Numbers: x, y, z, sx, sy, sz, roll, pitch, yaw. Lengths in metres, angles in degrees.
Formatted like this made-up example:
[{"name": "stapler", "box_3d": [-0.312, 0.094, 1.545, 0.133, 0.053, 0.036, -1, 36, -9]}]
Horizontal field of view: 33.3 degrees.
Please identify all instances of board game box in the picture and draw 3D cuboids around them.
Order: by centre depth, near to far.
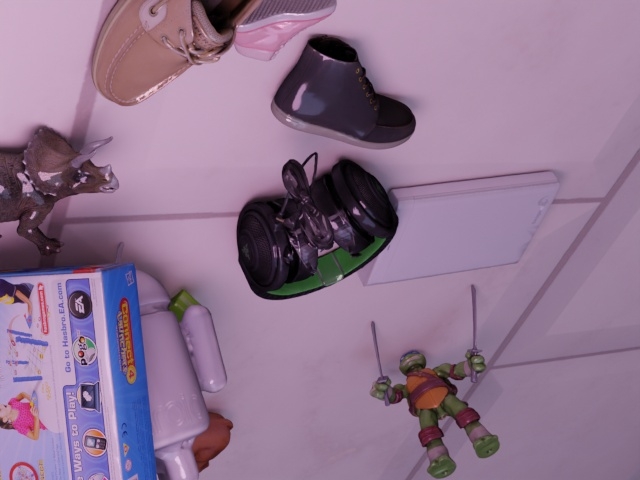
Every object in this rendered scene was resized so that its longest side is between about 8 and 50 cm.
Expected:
[{"name": "board game box", "box_3d": [-0.369, 0.188, 1.341, 0.302, 0.308, 0.086, -3, -175, 20]}]

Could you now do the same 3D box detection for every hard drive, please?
[{"name": "hard drive", "box_3d": [0.228, -0.019, 1.776, 0.307, 0.040, 0.203, -7, 140, -25]}]

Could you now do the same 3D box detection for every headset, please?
[{"name": "headset", "box_3d": [0.000, 0.000, 1.529, 0.243, 0.185, 0.394, -26, 156, -3]}]

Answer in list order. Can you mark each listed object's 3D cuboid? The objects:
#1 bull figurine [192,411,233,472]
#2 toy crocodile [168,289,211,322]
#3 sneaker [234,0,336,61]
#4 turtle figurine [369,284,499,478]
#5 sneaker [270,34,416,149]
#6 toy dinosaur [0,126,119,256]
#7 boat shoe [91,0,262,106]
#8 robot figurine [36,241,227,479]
[{"name": "bull figurine", "box_3d": [-0.300, 0.356, 1.859, 0.310, 0.101, 0.188, 10, 135, -37]}, {"name": "toy crocodile", "box_3d": [-0.303, 0.201, 1.664, 0.115, 0.105, 0.340, 39, 107, -17]}, {"name": "sneaker", "box_3d": [-0.046, -0.259, 1.292, 0.134, 0.051, 0.070, -16, 145, -10]}, {"name": "turtle figurine", "box_3d": [0.202, 0.268, 1.931, 0.197, 0.266, 0.275, -2, 135, -27]}, {"name": "sneaker", "box_3d": [0.055, -0.193, 1.410, 0.222, 0.083, 0.118, 4, 134, -34]}, {"name": "toy dinosaur", "box_3d": [-0.402, -0.052, 1.296, 0.313, 0.121, 0.160, -11, 130, -13]}, {"name": "boat shoe", "box_3d": [-0.144, -0.250, 1.197, 0.302, 0.098, 0.109, -42, 142, 20]}, {"name": "robot figurine", "box_3d": [-0.276, 0.184, 1.473, 0.300, 0.353, 0.200, -17, 172, -26]}]
